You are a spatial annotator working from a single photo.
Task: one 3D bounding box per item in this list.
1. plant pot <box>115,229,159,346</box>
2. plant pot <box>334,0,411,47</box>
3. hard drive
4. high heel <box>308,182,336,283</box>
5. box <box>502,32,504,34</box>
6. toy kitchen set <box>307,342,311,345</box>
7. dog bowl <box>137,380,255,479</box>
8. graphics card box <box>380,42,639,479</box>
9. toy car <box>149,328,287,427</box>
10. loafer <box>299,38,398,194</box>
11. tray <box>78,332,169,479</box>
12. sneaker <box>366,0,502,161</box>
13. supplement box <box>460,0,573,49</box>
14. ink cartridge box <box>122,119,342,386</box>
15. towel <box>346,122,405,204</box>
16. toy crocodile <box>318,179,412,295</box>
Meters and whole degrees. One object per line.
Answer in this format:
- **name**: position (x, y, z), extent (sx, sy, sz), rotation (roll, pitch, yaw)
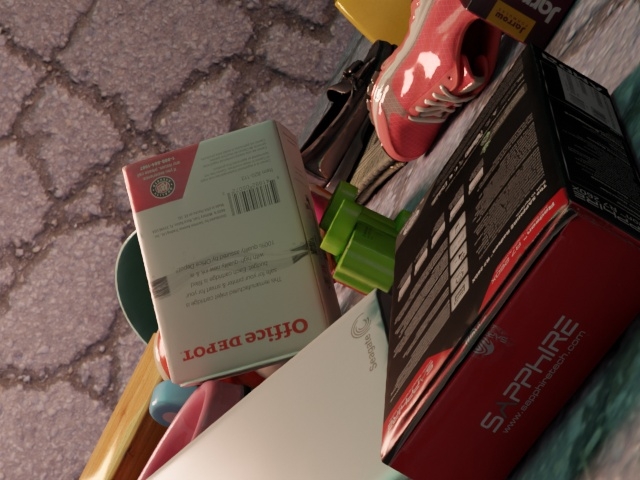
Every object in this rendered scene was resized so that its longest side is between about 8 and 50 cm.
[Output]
- **plant pot**: position (-0.165, 0.050, 2.140), extent (0.293, 0.293, 0.235), rotation (-55, -6, 36)
- **plant pot**: position (0.139, -0.446, 2.236), extent (0.212, 0.187, 0.212), rotation (-59, 9, 15)
- **hard drive**: position (-0.049, 0.224, 1.096), extent (0.353, 0.047, 0.233), rotation (-41, 30, 19)
- **high heel**: position (0.000, 0.000, 1.698), extent (0.117, 0.082, 0.244), rotation (-53, -16, -2)
- **box**: position (0.246, -0.329, 1.653), extent (0.083, 0.052, 0.062), rotation (-56, 10, 39)
- **toy kitchen set**: position (0.011, 0.157, 1.347), extent (0.068, 0.075, 0.083), rotation (-63, 4, -9)
- **dog bowl**: position (-0.143, 0.341, 1.415), extent (0.408, 0.150, 0.408), rotation (-58, 8, 14)
- **graphics card box**: position (0.146, 0.008, 0.972), extent (0.232, 0.094, 0.371), rotation (-58, 10, 23)
- **toy car**: position (-0.082, 0.134, 1.644), extent (0.238, 0.210, 0.219), rotation (-36, 34, 43)
- **loafer**: position (0.040, -0.217, 2.042), extent (0.302, 0.095, 0.109), rotation (-67, 12, -22)
- **tray**: position (-0.232, 0.355, 1.715), extent (0.076, 0.203, 0.410), rotation (-3, 52, 41)
- **sneaker**: position (0.156, -0.217, 1.625), extent (0.136, 0.116, 0.313), rotation (55, 139, 41)
- **supplement box**: position (0.252, -0.323, 1.409), extent (0.188, 0.104, 0.081), rotation (-59, 9, 17)
- **ink cartridge box**: position (-0.104, 0.021, 1.527), extent (0.117, 0.207, 0.283), rotation (26, -132, -76)
- **towel**: position (0.113, -0.180, 2.023), extent (0.324, 0.056, 0.312), rotation (-43, 22, 58)
- **toy crocodile**: position (0.054, 0.009, 1.469), extent (0.340, 0.115, 0.105), rotation (-91, 26, -78)
